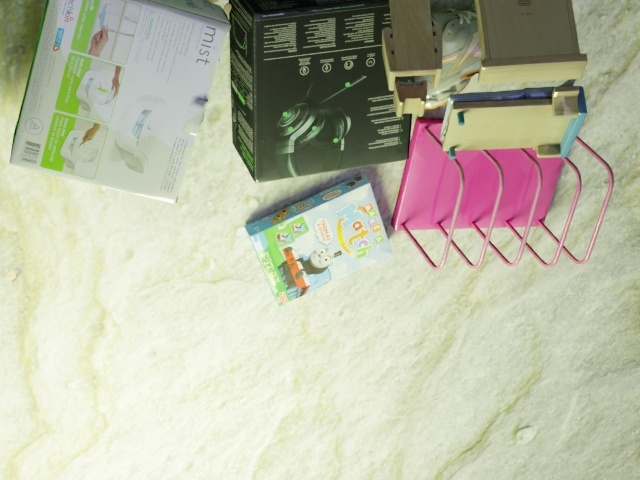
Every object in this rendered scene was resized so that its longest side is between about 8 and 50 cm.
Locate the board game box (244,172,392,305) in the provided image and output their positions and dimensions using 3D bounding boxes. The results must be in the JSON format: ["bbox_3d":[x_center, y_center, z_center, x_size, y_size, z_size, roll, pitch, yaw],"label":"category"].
[{"bbox_3d":[0.000,0.000,1.806,0.211,0.039,0.160,-25,128,-6],"label":"board game box"}]

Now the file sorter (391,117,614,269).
[{"bbox_3d":[0.298,-0.068,1.791,0.290,0.182,0.202,-2,122,-21],"label":"file sorter"}]

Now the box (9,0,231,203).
[{"bbox_3d":[-0.267,-0.208,1.461,0.231,0.127,0.262,12,110,-18],"label":"box"}]

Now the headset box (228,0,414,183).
[{"bbox_3d":[0.003,-0.232,1.592,0.246,0.131,0.283,-11,125,-16],"label":"headset box"}]

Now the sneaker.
[{"bbox_3d":[0.224,-0.312,1.654,0.262,0.099,0.121,-36,124,3],"label":"sneaker"}]

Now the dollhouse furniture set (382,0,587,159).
[{"bbox_3d":[0.225,-0.254,1.583,0.286,0.198,0.303,-3,157,0],"label":"dollhouse furniture set"}]

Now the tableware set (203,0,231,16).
[{"bbox_3d":[-0.216,-0.272,1.537,0.128,0.039,0.194,20,108,-20],"label":"tableware set"}]
